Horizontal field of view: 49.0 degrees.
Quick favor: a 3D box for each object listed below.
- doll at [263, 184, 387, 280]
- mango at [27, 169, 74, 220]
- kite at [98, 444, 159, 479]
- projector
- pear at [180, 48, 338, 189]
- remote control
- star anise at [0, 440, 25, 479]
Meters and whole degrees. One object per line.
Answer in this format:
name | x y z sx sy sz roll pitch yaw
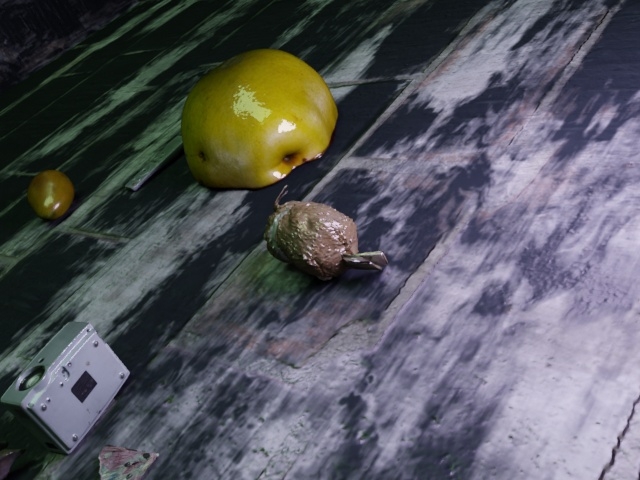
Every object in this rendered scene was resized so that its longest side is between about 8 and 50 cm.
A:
doll | -0.003 0.003 1.030 0.105 0.115 0.221 -30 37 -24
mango | -0.639 -0.108 1.674 0.111 0.089 0.163 -46 45 -9
kite | -0.270 0.304 0.875 0.157 0.011 0.139 -29 29 -5
projector | -0.348 0.202 0.977 0.061 0.115 0.147 -4 39 35
pear | -0.150 -0.276 1.452 0.340 0.191 0.386 -34 32 -11
remote control | -0.379 -0.178 1.641 0.050 0.027 0.184 13 54 48
star anise | -0.494 0.333 0.945 0.195 0.065 0.182 -44 34 -18
